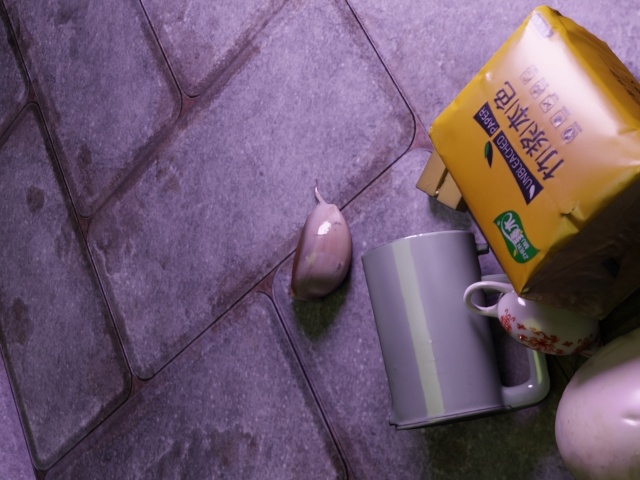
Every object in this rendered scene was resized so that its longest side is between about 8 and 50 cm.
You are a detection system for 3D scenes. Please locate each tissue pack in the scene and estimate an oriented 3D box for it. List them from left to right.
[{"bbox_3d":[0.374,-0.119,1.341,0.293,0.228,0.382,-49,43,29],"label":"tissue pack"}]

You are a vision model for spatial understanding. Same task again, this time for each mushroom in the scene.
[{"bbox_3d":[0.467,0.270,1.237,0.315,0.315,0.356,39,116,36],"label":"mushroom"}]

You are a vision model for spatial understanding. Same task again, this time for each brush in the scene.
[{"bbox_3d":[0.269,-0.177,1.611,0.103,0.047,0.233,34,105,37],"label":"brush"}]

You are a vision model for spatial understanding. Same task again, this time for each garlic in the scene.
[{"bbox_3d":[0.004,-0.003,1.795,0.148,0.128,0.266,14,83,29],"label":"garlic"}]

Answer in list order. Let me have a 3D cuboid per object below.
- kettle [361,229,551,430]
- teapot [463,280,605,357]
[{"bbox_3d":[0.225,0.156,1.538,0.205,0.265,0.318,136,127,-66],"label":"kettle"},{"bbox_3d":[0.352,0.114,1.413,0.245,0.159,0.116,18,135,15],"label":"teapot"}]
